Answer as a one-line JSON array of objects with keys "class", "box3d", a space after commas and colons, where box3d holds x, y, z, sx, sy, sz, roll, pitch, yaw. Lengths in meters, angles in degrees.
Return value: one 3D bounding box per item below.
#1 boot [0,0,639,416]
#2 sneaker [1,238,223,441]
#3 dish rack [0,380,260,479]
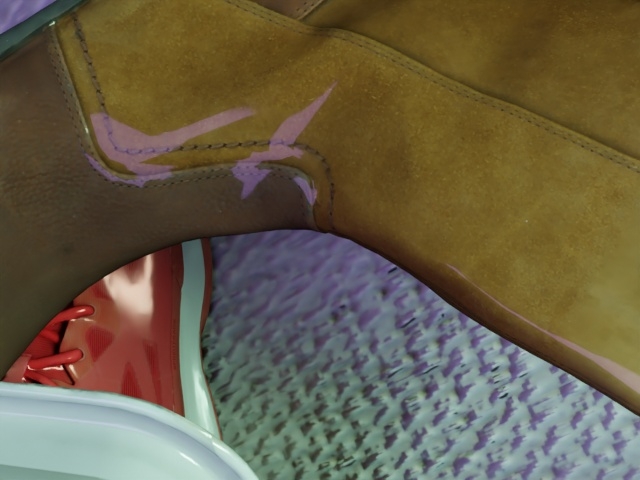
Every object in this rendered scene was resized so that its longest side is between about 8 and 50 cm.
[{"class": "boot", "box3d": [0.000, 0.000, 0.614, 0.280, 0.096, 0.264, 26, 69, 22]}, {"class": "sneaker", "box3d": [-0.107, 0.039, 0.703, 0.087, 0.128, 0.221, -16, 92, 31]}, {"class": "dish rack", "box3d": [-0.140, 0.188, 0.677, 0.285, 0.072, 0.333, 4, 131, 18]}]
